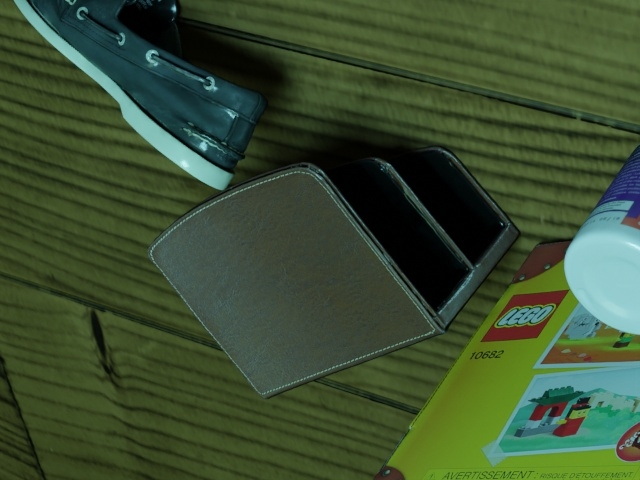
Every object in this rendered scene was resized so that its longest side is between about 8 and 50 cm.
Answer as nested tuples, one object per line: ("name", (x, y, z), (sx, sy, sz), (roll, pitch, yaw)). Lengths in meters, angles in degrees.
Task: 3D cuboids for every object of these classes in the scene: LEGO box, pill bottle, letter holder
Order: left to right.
("letter holder", (0.000, 0.000, 1.930), (0.214, 0.152, 0.302), (50, 143, -11))
("pill bottle", (0.285, -0.023, 1.617), (0.108, 0.193, 0.108), (23, 141, 20))
("LEGO box", (0.328, 0.163, 1.630), (0.500, 0.372, 0.193), (-8, 124, 46))

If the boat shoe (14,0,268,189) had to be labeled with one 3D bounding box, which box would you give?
("boat shoe", (-0.172, -0.189, 1.898), (0.340, 0.113, 0.127), (45, -168, 36))
